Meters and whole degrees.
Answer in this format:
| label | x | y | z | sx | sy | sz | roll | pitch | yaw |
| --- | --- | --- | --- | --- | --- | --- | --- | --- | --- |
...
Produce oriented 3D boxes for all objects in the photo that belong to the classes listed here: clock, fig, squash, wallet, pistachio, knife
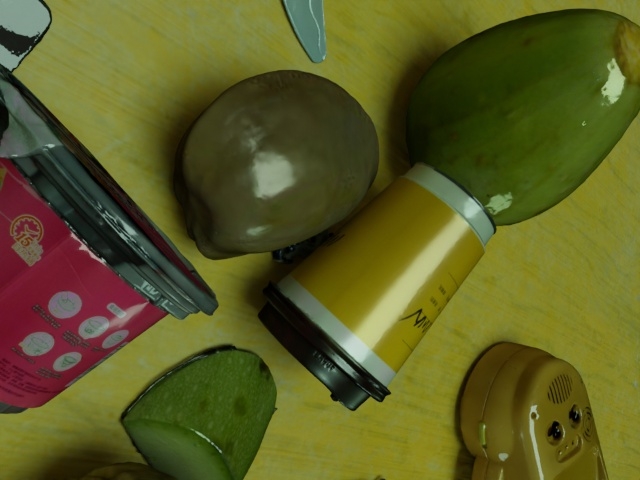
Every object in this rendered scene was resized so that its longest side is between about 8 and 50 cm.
| label | x | y | z | sx | sy | sz | roll | pitch | yaw |
| --- | --- | --- | --- | --- | --- | --- | --- | --- | --- |
| clock | 0.377 | 0.346 | 1.107 | 0.244 | 0.200 | 0.317 | -16 | 102 | -39 |
| fig | 0.270 | -0.165 | 0.810 | 0.258 | 0.326 | 0.258 | 18 | 58 | -31 |
| squash | -0.109 | 0.225 | 0.732 | 0.184 | 0.085 | 0.192 | -38 | 123 | -26 |
| wallet | -0.304 | -0.215 | 0.513 | 0.157 | 0.018 | 0.082 | 43 | 73 | -37 |
| pistachio | -0.035 | -0.087 | 0.675 | 0.260 | 0.163 | 0.212 | -24 | 148 | -36 |
| knife | -0.025 | -0.373 | 0.701 | 0.080 | 0.044 | 0.331 | -14 | 112 | -37 |

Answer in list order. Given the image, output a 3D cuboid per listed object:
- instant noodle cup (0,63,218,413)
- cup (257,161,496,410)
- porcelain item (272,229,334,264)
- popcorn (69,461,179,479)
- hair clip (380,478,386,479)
| label | x | y | z | sx | sy | sz | roll | pitch | yaw |
| --- | --- | --- | --- | --- | --- | --- | --- | --- | --- |
| instant noodle cup | -0.232 | 0.018 | 0.497 | 0.181 | 0.258 | 0.302 | -42 | 125 | -9 |
| cup | 0.069 | 0.050 | 0.740 | 0.279 | 0.196 | 0.196 | -48 | 127 | -4 |
| porcelain item | 0.000 | 0.000 | 0.812 | 0.136 | 0.021 | 0.075 | 11 | 93 | -41 |
| popcorn | -0.166 | 0.354 | 0.610 | 0.225 | 0.265 | 0.332 | -62 | 148 | -16 |
| hair clip | 0.015 | 0.449 | 0.901 | 0.292 | 0.084 | 0.106 | -25 | 133 | -38 |
